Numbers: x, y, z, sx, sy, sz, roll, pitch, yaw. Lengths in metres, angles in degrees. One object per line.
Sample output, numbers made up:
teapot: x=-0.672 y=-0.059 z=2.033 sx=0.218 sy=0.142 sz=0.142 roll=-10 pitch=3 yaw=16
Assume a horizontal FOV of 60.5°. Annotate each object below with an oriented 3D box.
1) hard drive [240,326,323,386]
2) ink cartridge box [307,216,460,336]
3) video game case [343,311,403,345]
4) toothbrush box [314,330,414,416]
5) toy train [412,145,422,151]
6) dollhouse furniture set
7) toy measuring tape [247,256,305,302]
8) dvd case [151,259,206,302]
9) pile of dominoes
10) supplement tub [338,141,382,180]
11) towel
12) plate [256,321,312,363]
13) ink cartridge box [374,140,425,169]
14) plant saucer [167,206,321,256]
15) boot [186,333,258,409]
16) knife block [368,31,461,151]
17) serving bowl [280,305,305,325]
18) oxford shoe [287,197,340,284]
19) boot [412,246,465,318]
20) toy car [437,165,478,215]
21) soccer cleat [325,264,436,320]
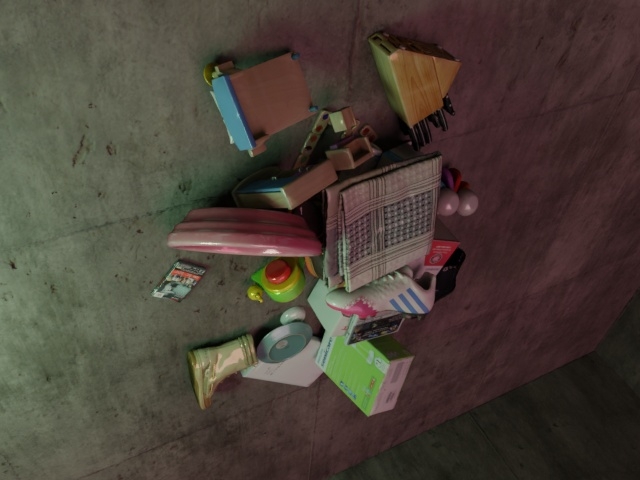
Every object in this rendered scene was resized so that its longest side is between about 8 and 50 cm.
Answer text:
hard drive: x=-0.086 y=0.394 z=1.828 sx=0.210 sy=0.040 sz=0.318 roll=-47 pitch=139 yaw=15
ink cartridge box: x=0.178 y=0.094 z=1.609 sx=0.279 sy=0.160 sz=0.385 roll=4 pitch=128 yaw=-37
video game case: x=0.170 y=0.226 z=1.594 sx=0.190 sy=0.022 sz=0.173 roll=-10 pitch=137 yaw=-28
toothbrush box: x=0.132 y=0.375 z=1.733 sx=0.122 sy=0.283 sz=0.206 roll=-1 pitch=116 yaw=-41
toy train: x=0.250 y=-0.244 z=1.419 sx=0.017 sy=0.023 sz=0.083 roll=-33 pitch=143 yaw=-26
dollhouse furniture set: x=-0.092 y=-0.250 z=1.141 sx=0.286 sy=0.198 sz=0.303 roll=-36 pitch=115 yaw=-33
toy measuring tape: x=-0.045 y=0.074 z=1.468 sx=0.330 sy=0.121 sz=0.121 roll=-31 pitch=141 yaw=-4
dvd case: x=-0.351 y=0.103 z=1.361 sx=0.087 sy=0.013 sz=0.119 roll=22 pitch=115 yaw=-46
pile of dominoes: x=0.032 y=-0.179 z=1.320 sx=0.196 sy=0.040 sz=0.251 roll=4 pitch=128 yaw=-38
supplement tub: x=0.094 y=-0.180 z=1.303 sx=0.071 sy=0.071 sz=0.107 roll=9 pitch=118 yaw=-41
towel: x=0.148 y=-0.035 z=1.298 sx=0.324 sy=0.056 sz=0.312 roll=-20 pitch=134 yaw=-20
plate: x=-0.106 y=0.323 z=1.690 sx=0.188 sy=0.024 sz=0.188 roll=-19 pitch=139 yaw=-17
ink cartridge box: x=0.195 y=-0.176 z=1.361 sx=0.181 sy=0.061 sz=0.104 roll=-32 pitch=152 yaw=-52
plant saucer: x=-0.160 y=-0.015 z=1.194 sx=0.332 sy=0.332 sz=0.084 roll=7 pitch=85 yaw=-40
boot: x=-0.287 y=0.393 z=1.647 sx=0.203 sy=0.095 sz=0.262 roll=-17 pitch=134 yaw=-23
knife block: x=0.197 y=-0.323 z=1.248 sx=0.275 sy=0.088 sz=0.242 roll=-2 pitch=131 yaw=-35
serving bowl: x=-0.080 y=0.239 z=1.683 sx=0.083 sy=0.027 sz=0.083 roll=-19 pitch=139 yaw=-17
oxford shoe: x=0.000 y=0.000 z=1.347 sx=0.097 sy=0.098 sz=0.271 roll=-40 pitch=133 yaw=-17
boot: x=0.371 y=0.137 z=1.841 sx=0.246 sy=0.094 sz=0.207 roll=-28 pitch=145 yaw=-19
toy car: x=0.339 y=-0.138 z=1.518 sx=0.182 sy=0.159 sz=0.136 roll=-2 pitch=97 yaw=-34
soccer cleat: x=0.164 y=0.126 z=1.442 sx=0.331 sy=0.116 sz=0.143 roll=6 pitch=105 yaw=-31
